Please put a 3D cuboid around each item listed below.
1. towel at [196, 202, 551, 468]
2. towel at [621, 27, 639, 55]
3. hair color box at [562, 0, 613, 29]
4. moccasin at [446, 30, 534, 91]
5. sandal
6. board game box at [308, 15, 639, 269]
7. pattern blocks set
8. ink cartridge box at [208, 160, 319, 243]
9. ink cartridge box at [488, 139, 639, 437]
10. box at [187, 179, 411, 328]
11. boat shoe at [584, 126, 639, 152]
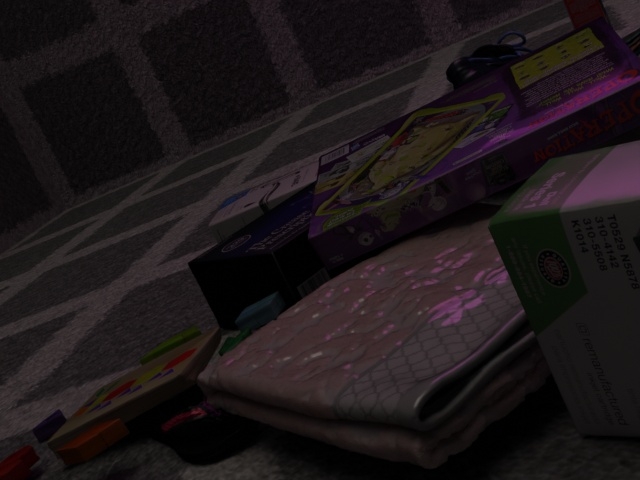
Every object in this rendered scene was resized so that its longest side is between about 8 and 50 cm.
[{"bbox_3d":[0.097,0.052,0.753,0.332,0.053,0.317,-31,15,-28],"label":"towel"},{"bbox_3d":[0.297,-0.173,1.265,0.370,0.040,0.271,-36,2,-30],"label":"towel"},{"bbox_3d":[0.436,-0.342,1.477,0.053,0.167,0.093,-21,14,22],"label":"hair color box"},{"bbox_3d":[0.291,-0.269,1.468,0.138,0.117,0.342,-39,-3,23],"label":"moccasin"},{"bbox_3d":[-0.120,0.162,0.846,0.067,0.040,0.179,-32,15,-32],"label":"sandal"},{"bbox_3d":[0.152,-0.104,0.937,0.347,0.056,0.208,-25,19,16],"label":"board game box"},{"bbox_3d":[-0.189,0.158,0.957,0.325,0.026,0.285,-27,9,25],"label":"pattern blocks set"},{"bbox_3d":[-0.050,-0.047,1.406,0.203,0.086,0.148,-23,14,12],"label":"ink cartridge box"},{"bbox_3d":[0.228,0.023,0.505,0.219,0.160,0.092,-10,21,48],"label":"ink cartridge box"},{"bbox_3d":[0.000,0.000,1.122,0.261,0.103,0.184,-35,14,-35],"label":"box"},{"bbox_3d":[0.337,-0.110,0.922,0.305,0.091,0.109,-6,58,58],"label":"boat shoe"}]
